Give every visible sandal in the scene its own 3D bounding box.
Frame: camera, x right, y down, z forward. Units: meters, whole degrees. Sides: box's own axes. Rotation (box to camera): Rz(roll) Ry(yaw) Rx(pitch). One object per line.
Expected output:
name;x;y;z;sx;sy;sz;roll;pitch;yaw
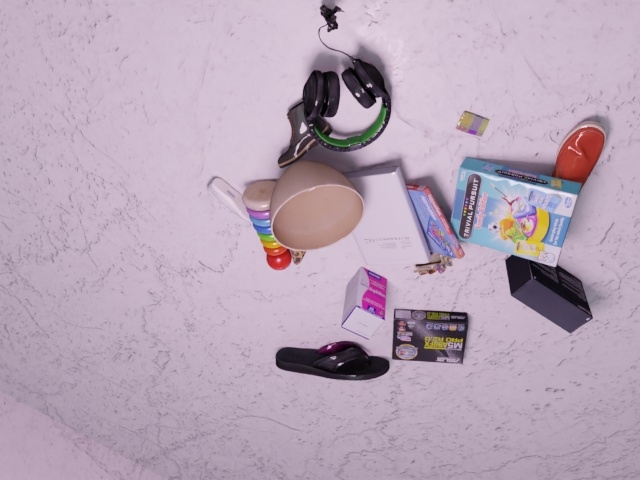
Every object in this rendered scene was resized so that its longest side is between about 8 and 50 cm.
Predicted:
sandal;0.045;0.451;2.253;0.445;0.167;0.107;4;108;6

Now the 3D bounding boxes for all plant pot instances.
plant pot;-0.031;-0.131;1.764;0.284;0.191;0.284;-13;143;-10

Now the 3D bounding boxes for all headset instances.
headset;0.058;-0.437;1.629;0.243;0.185;0.394;-15;134;0

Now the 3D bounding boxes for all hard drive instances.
hard drive;0.194;-0.069;1.883;0.233;0.047;0.353;-3;127;32

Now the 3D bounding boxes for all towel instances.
towel;0.442;-0.339;1.709;0.083;0.009;0.060;16;125;-4

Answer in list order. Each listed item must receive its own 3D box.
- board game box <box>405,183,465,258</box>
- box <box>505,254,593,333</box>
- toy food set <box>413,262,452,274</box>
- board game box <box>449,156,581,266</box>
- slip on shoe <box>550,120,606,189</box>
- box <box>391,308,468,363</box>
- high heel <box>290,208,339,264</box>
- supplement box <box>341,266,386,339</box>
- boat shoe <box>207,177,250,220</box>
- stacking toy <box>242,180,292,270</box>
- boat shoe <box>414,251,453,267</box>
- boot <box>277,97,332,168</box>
board game box;0.345;-0.061;1.857;0.027;0.145;0.281;-44;119;-17
box;0.740;0.156;1.912;0.261;0.184;0.103;32;123;-13
toy food set;0.387;0.104;2.010;0.122;0.019;0.078;-16;160;24
board game box;0.570;-0.086;1.759;0.336;0.079;0.254;17;129;22
slip on shoe;0.732;-0.191;1.715;0.123;0.101;0.331;16;126;-2
box;0.403;0.358;2.185;0.270;0.060;0.216;3;125;7
high heel;0.000;0.000;1.941;0.186;0.093;0.261;25;121;17
supplement box;0.152;0.213;2.020;0.111;0.220;0.114;26;124;-11
boat shoe;-0.300;-0.126;1.946;0.184;0.066;0.063;39;136;-21
stacking toy;-0.161;-0.029;1.954;0.141;0.141;0.330;-2;129;10
boat shoe;0.392;0.061;1.980;0.153;0.048;0.056;-8;124;14
boot;-0.081;-0.323;1.770;0.198;0.077;0.137;-37;109;15
